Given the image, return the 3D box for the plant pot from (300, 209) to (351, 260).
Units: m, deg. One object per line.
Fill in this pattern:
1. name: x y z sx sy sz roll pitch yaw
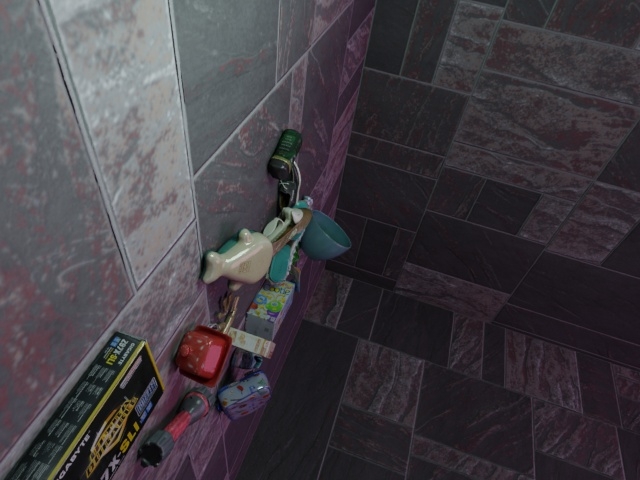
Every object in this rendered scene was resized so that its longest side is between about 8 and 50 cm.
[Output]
1. plant pot: 0.000 0.000 2.405 0.195 0.290 0.290 -45 -179 19

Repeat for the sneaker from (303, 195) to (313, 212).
1. sneaker: -0.086 -0.163 2.405 0.083 0.071 0.191 -59 160 -28

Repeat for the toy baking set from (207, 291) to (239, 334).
1. toy baking set: -0.365 0.301 1.567 0.197 0.030 0.256 87 21 -62

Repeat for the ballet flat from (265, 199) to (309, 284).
1. ballet flat: -0.174 -0.001 1.986 0.147 0.146 0.409 11 99 -82

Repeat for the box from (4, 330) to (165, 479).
1. box: -0.459 0.391 0.894 0.257 0.079 0.322 102 9 -47

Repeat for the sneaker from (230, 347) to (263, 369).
1. sneaker: -0.330 0.566 2.041 0.283 0.122 0.110 40 68 -82

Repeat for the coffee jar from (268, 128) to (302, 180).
1. coffee jar: -0.132 -0.321 1.615 0.096 0.079 0.184 97 12 -64

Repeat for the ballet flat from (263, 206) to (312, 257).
1. ballet flat: -0.155 -0.060 1.797 0.342 0.116 0.124 -44 143 -29

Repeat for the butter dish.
1. butter dish: -0.366 0.332 1.270 0.118 0.160 0.160 41 65 -56

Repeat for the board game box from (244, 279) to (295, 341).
1. board game box: -0.239 0.320 2.061 0.275 0.142 0.144 -62 168 -52

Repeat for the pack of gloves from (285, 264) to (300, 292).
1. pack of gloves: -0.151 0.145 2.143 0.046 0.195 0.232 -32 152 -25

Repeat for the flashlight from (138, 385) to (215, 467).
1. flashlight: -0.442 0.573 1.357 0.304 0.103 0.103 -36 117 -76

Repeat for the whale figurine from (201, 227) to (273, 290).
1. whale figurine: -0.277 0.054 1.362 0.272 0.141 0.216 -15 125 -52

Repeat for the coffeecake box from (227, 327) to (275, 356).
1. coffeecake box: -0.289 0.420 1.765 0.142 0.185 0.068 83 25 -72

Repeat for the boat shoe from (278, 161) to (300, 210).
1. boat shoe: -0.136 -0.232 1.807 0.079 0.084 0.233 -32 140 -39

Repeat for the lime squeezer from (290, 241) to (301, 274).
1. lime squeezer: -0.144 0.050 2.438 0.110 0.058 0.311 64 36 -70

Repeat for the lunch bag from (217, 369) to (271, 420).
1. lunch bag: -0.349 0.711 1.969 0.243 0.115 0.303 -22 149 -17
